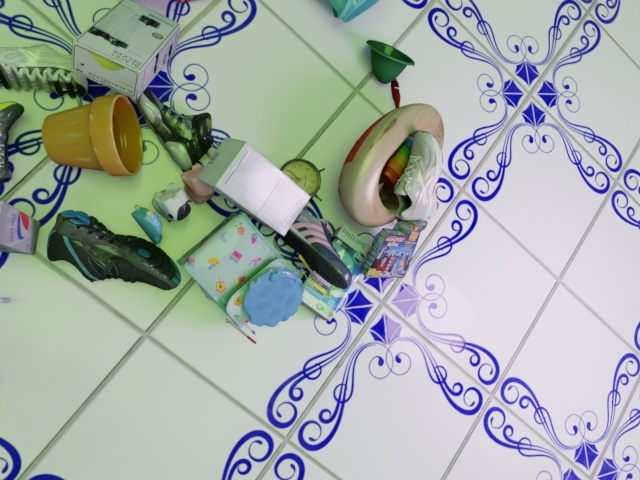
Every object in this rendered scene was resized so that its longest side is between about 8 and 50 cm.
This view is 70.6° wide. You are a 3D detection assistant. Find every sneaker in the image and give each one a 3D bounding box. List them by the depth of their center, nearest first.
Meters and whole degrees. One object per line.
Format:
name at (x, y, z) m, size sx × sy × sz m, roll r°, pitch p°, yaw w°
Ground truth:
sneaker at (-0.826, -0.212, 1.136) m, size 0.121 × 0.111 × 0.299 m, roll 31°, pitch 81°, yaw -22°
sneaker at (-0.767, -0.458, 1.179) m, size 0.293 × 0.110 × 0.118 m, roll 4°, pitch 75°, yaw -24°
sneaker at (-0.538, 0.053, 1.193) m, size 0.341 × 0.125 × 0.139 m, roll 30°, pitch 104°, yaw -14°
sneaker at (-0.400, -0.342, 1.274) m, size 0.153 × 0.101 × 0.268 m, roll -36°, pitch 100°, yaw -18°
sneaker at (0.268, -0.177, 1.284) m, size 0.121 × 0.099 × 0.262 m, roll -8°, pitch 107°, yaw -21°
sneaker at (0.000, 0.000, 1.289) m, size 0.131 × 0.112 × 0.319 m, roll -34°, pitch 63°, yaw -25°

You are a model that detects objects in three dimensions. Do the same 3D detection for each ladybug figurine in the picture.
ladybug figurine at (0.210, -0.240, 1.381) m, size 0.449 × 0.162 × 0.305 m, roll -47°, pitch 134°, yaw -18°

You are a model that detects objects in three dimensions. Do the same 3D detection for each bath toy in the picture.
bath toy at (-0.344, -0.136, 1.252) m, size 0.348 × 0.151 × 0.129 m, roll -41°, pitch 133°, yaw -20°

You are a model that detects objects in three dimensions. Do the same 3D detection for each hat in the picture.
hat at (0.204, -0.541, 1.515) m, size 0.173 × 0.183 × 0.208 m, roll 5°, pitch 39°, yaw -27°

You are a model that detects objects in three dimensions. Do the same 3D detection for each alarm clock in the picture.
alarm clock at (-0.086, -0.181, 1.364) m, size 0.192 × 0.064 × 0.129 m, roll 10°, pitch 77°, yaw -13°

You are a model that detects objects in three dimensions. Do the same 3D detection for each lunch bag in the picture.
lunch bag at (-0.222, 0.086, 1.247) m, size 0.223 × 0.160 × 0.262 m, roll -43°, pitch 107°, yaw -17°

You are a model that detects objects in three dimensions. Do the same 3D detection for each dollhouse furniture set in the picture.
dollhouse furniture set at (0.291, -0.065, 1.419) m, size 0.059 × 0.152 × 0.076 m, roll 41°, pitch 98°, yaw 21°

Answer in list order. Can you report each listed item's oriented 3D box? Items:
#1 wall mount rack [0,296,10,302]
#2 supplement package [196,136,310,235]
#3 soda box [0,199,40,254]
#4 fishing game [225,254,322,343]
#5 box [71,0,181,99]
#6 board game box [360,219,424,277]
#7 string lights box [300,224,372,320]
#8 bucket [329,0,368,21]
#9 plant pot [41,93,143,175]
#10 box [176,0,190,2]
wall mount rack at (-0.906, 0.228, 1.035) m, size 0.305 × 0.130 × 0.349 m, roll 4°, pitch 82°, yaw -16°
supplement package at (-0.172, -0.139, 1.194) m, size 0.244 × 0.134 × 0.139 m, roll 39°, pitch 82°, yaw -37°
soda box at (-0.737, -0.028, 1.033) m, size 0.098 × 0.286 × 0.091 m, roll 8°, pitch 80°, yaw -16°
fishing game at (-0.130, 0.153, 1.228) m, size 0.264 × 0.041 × 0.189 m, roll -44°, pitch 131°, yaw -6°
box at (-0.503, -0.513, 1.196) m, size 0.169 × 0.087 × 0.289 m, roll 24°, pitch 47°, yaw -12°
board game box at (0.218, 0.016, 1.349) m, size 0.194 × 0.060 × 0.194 m, roll 6°, pitch 114°, yaw -45°
string lights box at (0.039, 0.098, 1.363) m, size 0.133 × 0.077 × 0.259 m, roll 37°, pitch 75°, yaw -8°
bucket at (0.120, -0.829, 1.400) m, size 0.281 × 0.281 × 0.183 m, roll -39°, pitch 104°, yaw -17°
plant pot at (-0.589, -0.266, 1.166) m, size 0.188 × 0.205 × 0.204 m, roll -3°, pitch 84°, yaw -2°
box at (-0.399, -0.850, 1.317) m, size 0.128 × 0.123 × 0.256 m, roll -19°, pitch 90°, yaw -18°
